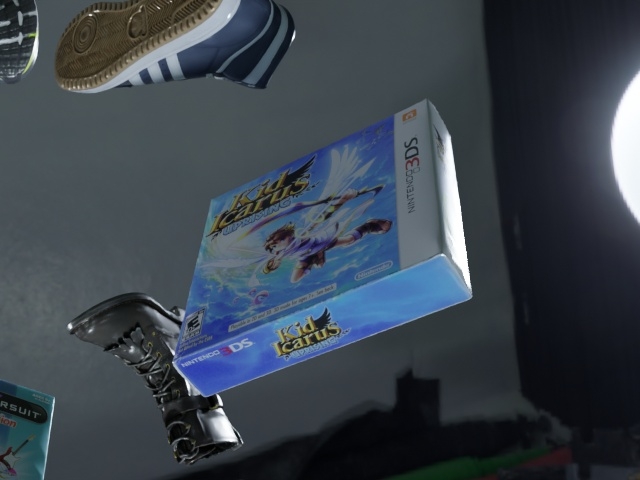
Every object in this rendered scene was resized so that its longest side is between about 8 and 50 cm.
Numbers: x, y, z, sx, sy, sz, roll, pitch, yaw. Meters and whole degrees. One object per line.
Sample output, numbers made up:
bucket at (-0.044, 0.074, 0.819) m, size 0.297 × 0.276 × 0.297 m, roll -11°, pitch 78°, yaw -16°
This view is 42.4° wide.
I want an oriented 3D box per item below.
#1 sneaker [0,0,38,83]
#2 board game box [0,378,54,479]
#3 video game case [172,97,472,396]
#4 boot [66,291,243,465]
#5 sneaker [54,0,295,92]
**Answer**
sneaker at (-0.475, -0.347, 1.226) m, size 0.111 × 0.300 × 0.121 m, roll -15°, pitch 155°, yaw -11°
board game box at (-0.572, 0.355, 1.311) m, size 0.253 × 0.079 × 0.336 m, roll 27°, pitch -152°, yaw -28°
video game case at (0.000, 0.000, 0.786) m, size 0.269 × 0.061 × 0.244 m, roll -23°, pitch -147°, yaw 20°
boot at (-0.214, 0.197, 1.135) m, size 0.091 × 0.229 × 0.263 m, roll -35°, pitch 155°, yaw 21°
sneaker at (-0.159, -0.211, 0.918) m, size 0.282 × 0.099 × 0.153 m, roll -12°, pitch 165°, yaw 36°
